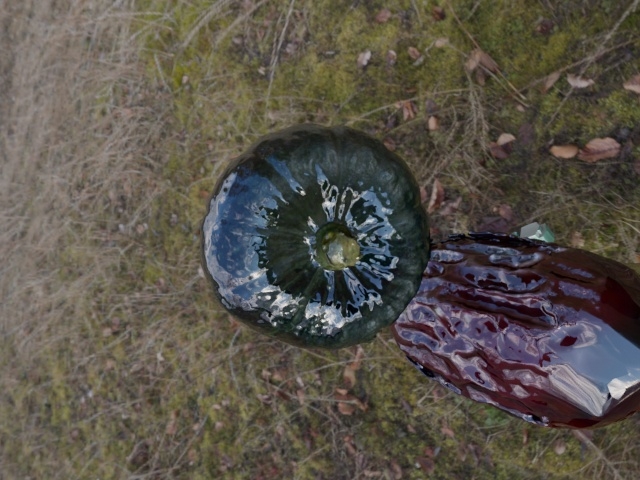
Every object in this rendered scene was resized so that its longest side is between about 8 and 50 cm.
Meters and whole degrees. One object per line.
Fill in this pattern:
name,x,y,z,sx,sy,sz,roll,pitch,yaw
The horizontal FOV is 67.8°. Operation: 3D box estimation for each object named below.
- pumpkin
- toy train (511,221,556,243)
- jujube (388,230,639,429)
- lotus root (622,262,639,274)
pumpkin,-0.001,-0.002,0.433,0.152,0.211,0.212,142,130,-83
toy train,0.654,0.036,1.418,0.125,0.194,0.081,-29,26,47
jujube,0.279,0.118,0.681,0.376,0.258,0.259,16,97,44
lotus root,0.474,0.124,0.812,0.284,0.146,0.160,-14,71,43
